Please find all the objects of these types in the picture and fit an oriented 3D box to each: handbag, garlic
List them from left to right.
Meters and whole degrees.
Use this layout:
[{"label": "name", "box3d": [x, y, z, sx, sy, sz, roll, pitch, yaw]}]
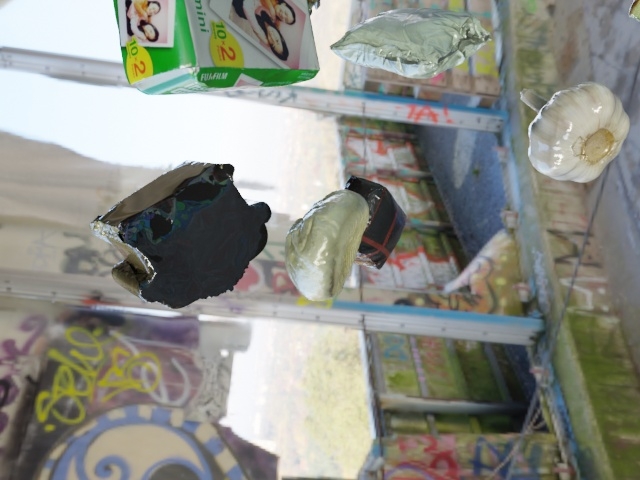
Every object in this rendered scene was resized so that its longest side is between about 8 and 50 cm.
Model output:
[{"label": "handbag", "box3d": [0.103, -0.031, 1.581, 0.169, 0.155, 0.215, -69, -24, -8]}, {"label": "garlic", "box3d": [0.460, -0.226, 1.330, 0.226, 0.199, 0.199, 51, 142, 46]}]

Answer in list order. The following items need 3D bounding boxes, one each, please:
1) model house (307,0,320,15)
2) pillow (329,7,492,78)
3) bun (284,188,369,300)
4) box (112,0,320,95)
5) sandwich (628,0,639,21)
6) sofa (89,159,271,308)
[{"label": "model house", "box3d": [-0.120, -0.650, 1.752, 0.198, 0.224, 0.215, -60, -18, -23]}, {"label": "pillow", "box3d": [0.214, -0.468, 1.624, 0.310, 0.283, 0.138, 23, 130, 39]}, {"label": "bun", "box3d": [0.000, 0.000, 1.197, 0.222, 0.128, 0.222, 19, -90, -77]}, {"label": "box", "box3d": [-0.112, -0.253, 0.761, 0.250, 0.103, 0.180, -21, -78, -57]}, {"label": "sandwich", "box3d": [0.829, -0.606, 1.645, 0.244, 0.090, 0.088, -52, -10, 5]}, {"label": "sofa", "box3d": [-0.233, -0.007, 1.165, 0.200, 0.258, 0.182, 15, 137, 56]}]
